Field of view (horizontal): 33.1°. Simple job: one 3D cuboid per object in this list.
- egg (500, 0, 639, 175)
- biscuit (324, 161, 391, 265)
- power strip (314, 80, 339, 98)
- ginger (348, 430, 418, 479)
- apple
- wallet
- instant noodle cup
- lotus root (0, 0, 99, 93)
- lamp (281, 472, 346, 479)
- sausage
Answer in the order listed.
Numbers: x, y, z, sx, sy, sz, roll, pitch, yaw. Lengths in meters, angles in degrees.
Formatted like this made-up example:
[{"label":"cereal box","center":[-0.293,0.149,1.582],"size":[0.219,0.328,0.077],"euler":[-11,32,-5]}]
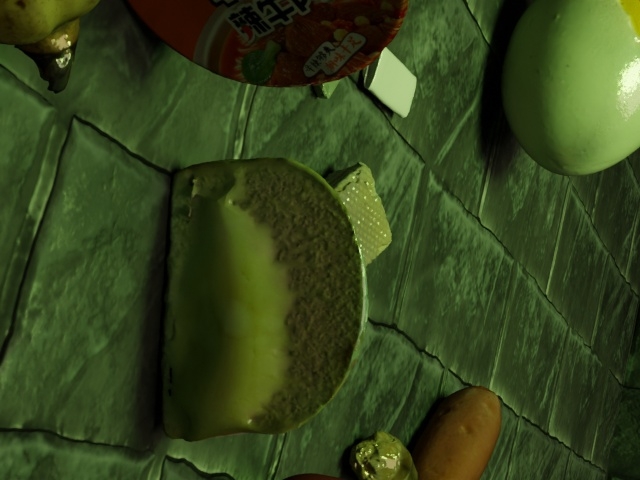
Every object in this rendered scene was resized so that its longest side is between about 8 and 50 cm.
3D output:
[{"label":"egg","center":[0.427,-0.263,1.722],"size":[0.345,0.283,0.283],"euler":[-62,147,-24]},{"label":"biscuit","center":[0.000,0.000,1.182],"size":[0.239,0.061,0.108],"euler":[-41,117,-54]},{"label":"power strip","center":[0.015,-0.194,1.219],"size":[0.083,0.017,0.027],"euler":[-61,147,-35]},{"label":"ginger","center":[0.090,0.318,1.451],"size":[0.095,0.069,0.190],"euler":[-47,143,-15]},{"label":"apple","center":[-0.042,0.055,1.002],"size":[0.120,0.193,0.265],"euler":[-12,106,-72]},{"label":"wallet","center":[0.086,-0.200,1.349],"size":[0.122,0.025,0.061],"euler":[26,72,-62]},{"label":"instant noodle cup","center":[-0.028,-0.279,0.886],"size":[0.250,0.250,0.192],"euler":[68,32,-45]},{"label":"lotus root","center":[-0.199,-0.196,0.696],"size":[0.125,0.118,0.221],"euler":[-27,140,-10]},{"label":"lamp","center":[-0.010,0.359,1.124],"size":[0.227,0.226,0.227],"euler":[-26,120,-58]},{"label":"sausage","center":[0.198,0.316,1.614],"size":[0.259,0.113,0.114],"euler":[-49,138,-46]}]
